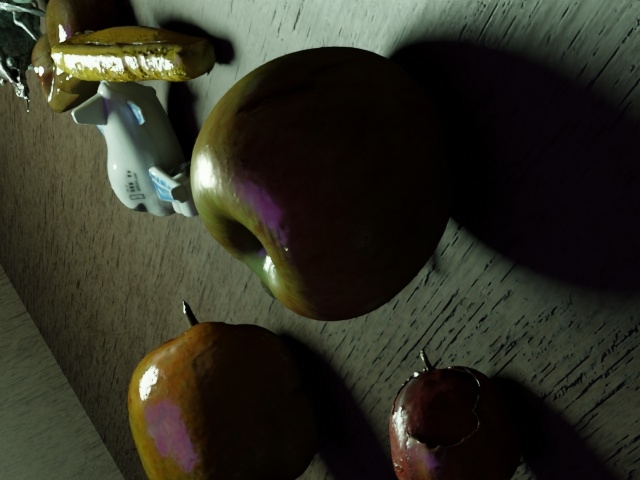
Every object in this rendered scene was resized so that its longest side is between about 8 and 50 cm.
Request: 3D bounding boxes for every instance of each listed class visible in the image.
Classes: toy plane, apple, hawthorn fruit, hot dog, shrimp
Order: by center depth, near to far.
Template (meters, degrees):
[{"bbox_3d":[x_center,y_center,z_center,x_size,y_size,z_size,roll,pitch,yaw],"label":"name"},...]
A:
[{"bbox_3d":[0.011,-0.062,1.313,0.264,0.264,0.264,47,153,33],"label":"apple"},{"bbox_3d":[0.140,0.199,1.437,0.148,0.148,0.172,147,112,-68],"label":"hawthorn fruit"},{"bbox_3d":[-0.249,-0.242,1.782,0.289,0.083,0.068,11,134,41],"label":"hot dog"},{"bbox_3d":[-0.152,0.231,1.934,0.267,0.267,0.301,-6,108,66],"label":"hawthorn fruit"},{"bbox_3d":[-0.264,-0.132,1.948,0.267,0.122,0.267,49,167,16],"label":"toy plane"},{"bbox_3d":[-0.527,-0.388,2.199,0.410,0.166,0.221,54,145,16],"label":"shrimp"}]

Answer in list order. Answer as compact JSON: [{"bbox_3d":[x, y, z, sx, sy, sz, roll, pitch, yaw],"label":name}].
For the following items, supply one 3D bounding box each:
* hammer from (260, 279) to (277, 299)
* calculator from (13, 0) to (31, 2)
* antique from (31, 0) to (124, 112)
[{"bbox_3d":[0.000,0.000,1.640,0.168,0.044,0.440,62,158,6],"label":"hammer"},{"bbox_3d":[-0.444,-0.454,1.979,0.246,0.045,0.141,-106,17,-49],"label":"calculator"},{"bbox_3d":[-0.364,-0.289,2.007,0.143,0.121,0.257,61,156,5],"label":"antique"}]
